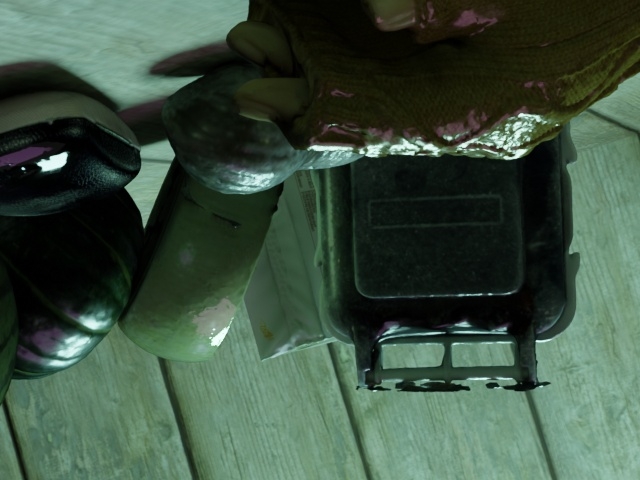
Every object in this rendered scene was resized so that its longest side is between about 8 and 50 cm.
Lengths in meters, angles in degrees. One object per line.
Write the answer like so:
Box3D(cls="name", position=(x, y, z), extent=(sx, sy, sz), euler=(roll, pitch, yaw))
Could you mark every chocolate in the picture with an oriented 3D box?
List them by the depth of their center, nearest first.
Box3D(cls="chocolate", position=(-0.029, -0.098, 1.559), extent=(0.110, 0.110, 0.248), euler=(-20, 179, 41))

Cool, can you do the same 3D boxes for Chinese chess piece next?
Box3D(cls="Chinese chess piece", position=(-0.108, -0.005, 1.749), extent=(0.092, 0.238, 0.238), euler=(23, 168, -9))

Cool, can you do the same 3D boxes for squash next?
Box3D(cls="squash", position=(-0.253, 0.022, 1.701), extent=(0.172, 0.218, 0.218), euler=(22, 167, -10))

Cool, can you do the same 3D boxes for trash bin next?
Box3D(cls="trash bin", position=(0.141, -0.010, 1.928), extent=(0.255, 0.296, 0.367), euler=(-4, -178, 11))

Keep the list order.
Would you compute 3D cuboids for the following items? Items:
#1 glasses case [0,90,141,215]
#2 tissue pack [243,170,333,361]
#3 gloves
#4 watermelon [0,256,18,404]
Box3D(cls="glasses case", position=(-0.213, -0.064, 1.466), extent=(0.122, 0.075, 0.314), euler=(-15, 176, 4))
Box3D(cls="tissue pack", position=(0.000, 0.000, 2.127), extent=(0.185, 0.225, 0.124), euler=(-12, 174, -46))
Box3D(cls="gloves", position=(0.110, -0.134, 1.280), extent=(0.356, 0.155, 0.203), euler=(-12, 171, -13))
Box3D(cls="watermelon", position=(-0.385, 0.080, 1.298), extent=(0.359, 0.279, 0.279), euler=(-12, 174, -25))
